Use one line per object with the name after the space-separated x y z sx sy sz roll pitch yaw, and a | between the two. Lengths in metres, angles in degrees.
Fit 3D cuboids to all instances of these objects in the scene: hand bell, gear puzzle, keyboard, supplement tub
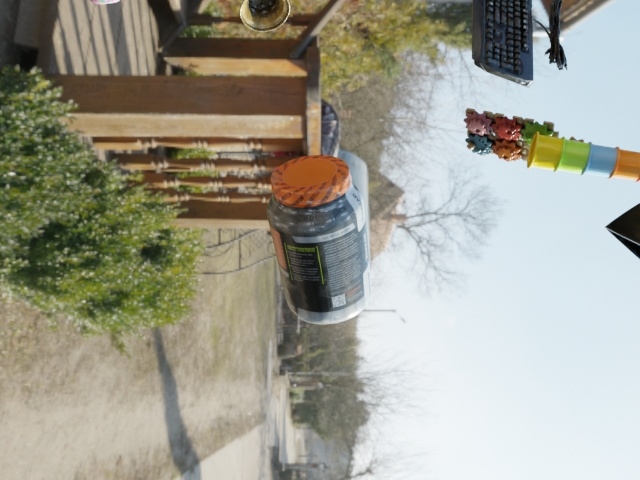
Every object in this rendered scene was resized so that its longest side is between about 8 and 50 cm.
-0.166 -0.674 1.362 0.126 0.126 0.242 91 -15 -64 | hand bell
0.548 -0.256 1.429 0.044 0.339 0.175 -57 147 -23 | gear puzzle
0.366 -0.414 0.956 0.033 0.201 0.317 138 -37 -63 | keyboard
0.000 0.000 1.157 0.207 0.207 0.338 -91 174 -54 | supplement tub

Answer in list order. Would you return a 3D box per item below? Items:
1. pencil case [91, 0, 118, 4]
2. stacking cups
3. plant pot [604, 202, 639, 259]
-0.617 -0.826 1.532 0.284 0.124 0.124 133 -37 -51 | pencil case
0.676 -0.190 1.289 0.096 0.316 0.096 13 90 -80 | stacking cups
0.728 -0.008 1.043 0.167 0.188 0.187 -48 -172 13 | plant pot
